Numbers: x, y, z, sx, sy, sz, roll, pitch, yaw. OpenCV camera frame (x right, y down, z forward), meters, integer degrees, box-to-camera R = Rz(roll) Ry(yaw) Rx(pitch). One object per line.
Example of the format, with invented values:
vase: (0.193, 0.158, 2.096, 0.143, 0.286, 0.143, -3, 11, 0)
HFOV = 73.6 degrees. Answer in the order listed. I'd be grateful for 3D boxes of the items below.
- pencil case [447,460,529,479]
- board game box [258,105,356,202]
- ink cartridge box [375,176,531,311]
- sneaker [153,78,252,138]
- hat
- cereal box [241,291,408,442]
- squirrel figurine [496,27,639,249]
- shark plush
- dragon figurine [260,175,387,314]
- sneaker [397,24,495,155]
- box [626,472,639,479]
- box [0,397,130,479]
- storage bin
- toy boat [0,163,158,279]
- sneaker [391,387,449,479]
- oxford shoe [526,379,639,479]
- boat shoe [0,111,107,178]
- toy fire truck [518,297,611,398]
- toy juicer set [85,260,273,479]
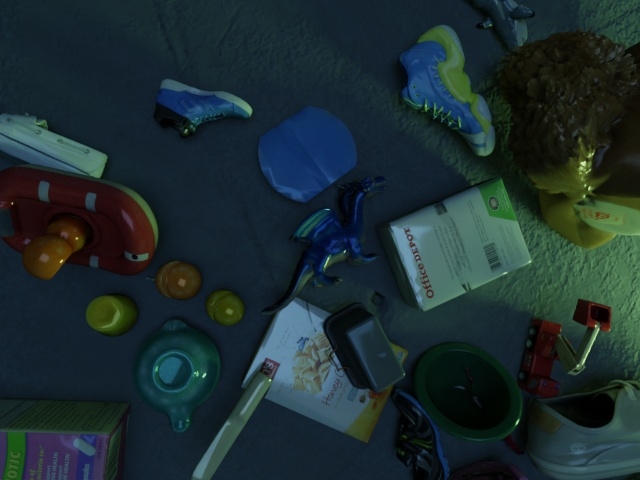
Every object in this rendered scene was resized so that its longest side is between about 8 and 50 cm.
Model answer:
pencil case: (0.323, 0.594, 0.735, 0.167, 0.160, 0.386, -15, 92, -43)
board game box: (-0.024, -0.147, 0.737, 0.168, 0.033, 0.133, -37, 91, -13)
ink cartridge box: (0.227, 0.005, 0.748, 0.219, 0.092, 0.160, -22, 93, -9)
sneaker: (-0.192, -0.199, 0.692, 0.152, 0.058, 0.085, 14, 82, -5)
hat: (0.262, 0.320, 0.788, 0.173, 0.184, 0.208, -27, 51, -21)
cereal box: (0.008, 0.215, 0.733, 0.240, 0.047, 0.173, 26, 84, -9)
squirrel figurine: (0.501, -0.219, 0.714, 0.397, 0.281, 0.370, 27, 79, -11)
shark plush: (0.318, -0.417, 0.786, 0.161, 0.073, 0.067, 28, 116, -13)
dragon figurine: (0.000, 0.000, 0.709, 0.289, 0.085, 0.144, -31, 90, -12)
sneaker: (0.213, -0.245, 0.762, 0.126, 0.091, 0.240, -24, 95, 9)
box: (0.640, 0.594, 0.720, 0.395, 0.293, 0.212, -30, 94, -9)
box: (-0.428, 0.358, 0.623, 0.242, 0.117, 0.214, 6, 89, -9)
storage bin: (0.068, 0.174, 0.676, 0.098, 0.091, 0.135, -27, 90, -13)
toy boat: (-0.355, -0.005, 0.600, 0.231, 0.151, 0.151, 11, 127, -9)
sneaker: (0.166, 0.351, 0.751, 0.078, 0.067, 0.188, -22, 97, -15)
oxford shoe: (0.592, 0.318, 0.781, 0.449, 0.169, 0.130, -9, 90, -5)
boat shoe: (-0.442, -0.152, 0.649, 0.226, 0.083, 0.076, 29, 75, -21)
toy fire truck: (0.429, 0.196, 0.762, 0.047, 0.135, 0.192, 15, 87, -9)
toy juicer set: (-0.196, 0.183, 0.682, 0.209, 0.089, 0.329, -34, 86, -16)
